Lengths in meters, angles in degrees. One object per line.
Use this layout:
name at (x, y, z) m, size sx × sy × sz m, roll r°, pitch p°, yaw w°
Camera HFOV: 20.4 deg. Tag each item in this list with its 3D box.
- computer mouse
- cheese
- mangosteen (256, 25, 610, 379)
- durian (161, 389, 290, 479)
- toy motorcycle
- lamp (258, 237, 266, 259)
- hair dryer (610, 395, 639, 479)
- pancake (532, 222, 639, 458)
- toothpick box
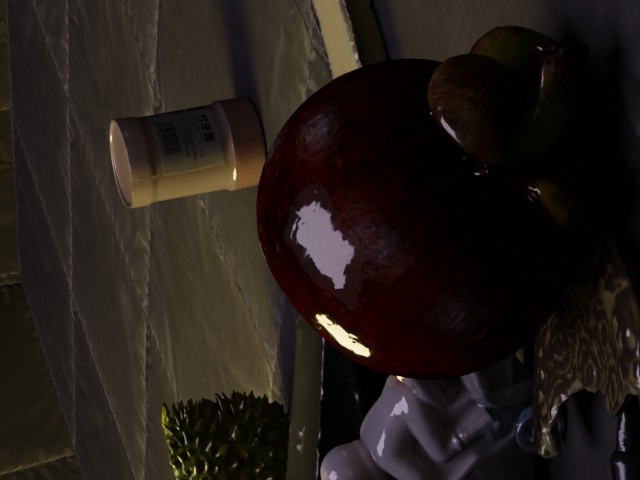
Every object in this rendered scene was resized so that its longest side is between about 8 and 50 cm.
computer mouse at (0.020, 0.193, 1.691) m, size 0.168 × 0.087 × 0.295 m, roll 176°, pitch 95°, yaw -80°
cheese at (0.027, -0.170, 1.513) m, size 0.085 × 0.034 × 0.400 m, roll 134°, pitch 123°, yaw -64°
mangosteen at (0.083, -0.036, 1.143) m, size 0.257 × 0.215 × 0.215 m, roll -48°, pitch 44°, yaw 23°
durian at (-0.084, 0.273, 1.919) m, size 0.200 × 0.176 × 0.237 m, roll -10°, pitch 97°, yaw 64°
toy motorcycle at (0.081, 0.155, 1.310) m, size 0.110 × 0.170 × 0.260 m, roll -131°, pitch 31°, yaw -56°
lamp at (0.000, 0.000, 1.591) m, size 0.250 × 0.101 × 0.101 m, roll -138°, pitch 39°, yaw -65°
hair dryer at (0.214, 0.202, 1.132) m, size 0.173 × 0.050 × 0.195 m, roll -144°, pitch 49°, yaw -62°
pancake at (0.175, 0.079, 1.161) m, size 0.190 × 0.020 × 0.184 m, roll -123°, pitch 37°, yaw -68°
toothpick box at (-0.143, -0.094, 1.907) m, size 0.098 × 0.149 × 0.098 m, roll 168°, pitch 90°, yaw -73°
